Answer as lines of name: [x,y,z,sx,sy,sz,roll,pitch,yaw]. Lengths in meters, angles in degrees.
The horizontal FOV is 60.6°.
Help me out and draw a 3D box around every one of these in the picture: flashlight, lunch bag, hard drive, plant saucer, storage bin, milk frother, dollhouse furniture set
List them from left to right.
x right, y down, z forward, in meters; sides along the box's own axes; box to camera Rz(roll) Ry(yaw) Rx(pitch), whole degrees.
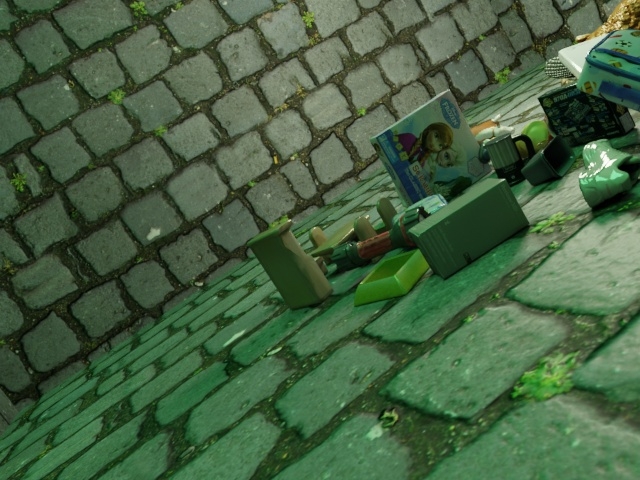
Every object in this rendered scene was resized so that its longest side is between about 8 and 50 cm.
dollhouse furniture set: [0.000,0.000,1.772,0.362,0.257,0.394,-21,15,48]
flashlight: [0.164,0.005,1.493,0.304,0.103,0.103,-23,22,34]
plant saucer: [0.185,0.085,1.402,0.188,0.045,0.188,-21,14,48]
lunch bag: [0.303,-0.057,1.602,0.176,0.090,0.219,-31,10,11]
milk frother: [0.557,-0.250,1.623,0.129,0.135,0.143,-25,11,2]
storage bin: [0.599,-0.211,1.465,0.135,0.098,0.091,-40,2,-39]
hard drive: [0.981,-0.605,1.849,0.232,0.047,0.353,-16,34,13]
lunch bag: [0.770,-0.376,1.261,0.303,0.115,0.243,32,51,30]

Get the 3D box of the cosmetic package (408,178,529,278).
cosmetic package: [0.339,-0.031,1.264,0.238,0.127,0.107,-34,9,1]

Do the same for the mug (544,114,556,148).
mug: [0.749,-0.375,1.738,0.150,0.113,0.169,-26,8,22]

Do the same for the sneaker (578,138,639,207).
sneaker: [0.618,-0.151,1.151,0.115,0.090,0.232,-16,27,37]

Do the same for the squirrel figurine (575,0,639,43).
squirrel figurine: [1.198,-0.836,2.174,0.397,0.281,0.370,-36,4,-37]

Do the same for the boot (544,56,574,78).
boot: [0.992,-0.635,2.079,0.246,0.084,0.161,10,1,39]

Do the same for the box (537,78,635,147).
box: [0.725,-0.354,1.509,0.051,0.175,0.220,-34,9,-16]

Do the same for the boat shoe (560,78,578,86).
boat shoe: [0.931,-0.526,1.974,0.123,0.123,0.342,5,12,19]

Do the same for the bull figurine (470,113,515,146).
bull figurine: [0.677,-0.439,2.302,0.310,0.101,0.188,-19,12,44]

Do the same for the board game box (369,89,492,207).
board game box: [0.376,-0.288,1.849,0.318,0.319,0.066,-35,12,-12]

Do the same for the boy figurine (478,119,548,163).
boy figurine: [0.607,-0.303,1.729,0.177,0.092,0.285,6,-6,-12]

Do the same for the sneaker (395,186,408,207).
sneaker: [0.413,-0.248,2.025,0.305,0.152,0.114,-31,8,-3]
